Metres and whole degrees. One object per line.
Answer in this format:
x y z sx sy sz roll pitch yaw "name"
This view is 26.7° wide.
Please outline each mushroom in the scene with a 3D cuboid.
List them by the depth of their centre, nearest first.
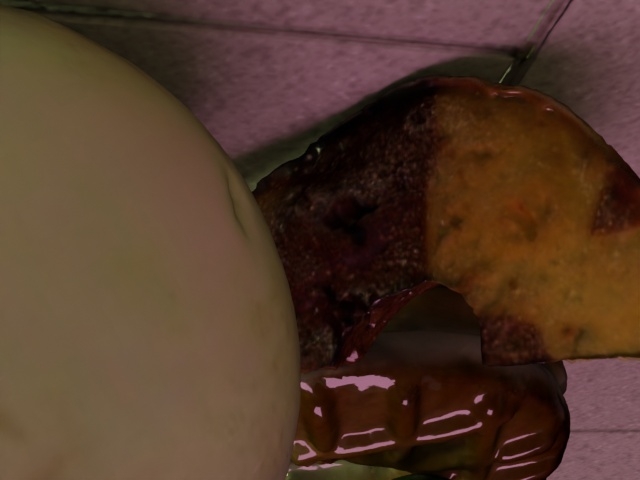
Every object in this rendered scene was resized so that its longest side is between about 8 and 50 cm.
-0.147 0.074 0.580 0.315 0.315 0.356 -12 121 6 "mushroom"

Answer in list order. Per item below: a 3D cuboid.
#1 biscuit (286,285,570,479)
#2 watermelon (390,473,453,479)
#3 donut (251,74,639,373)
0.047 0.141 0.980 0.268 0.115 0.366 -5 151 -4 "biscuit"
0.063 0.198 0.876 0.109 0.109 0.109 -6 150 -4 "watermelon"
0.059 0.000 0.727 0.295 0.151 0.112 -4 166 19 "donut"
